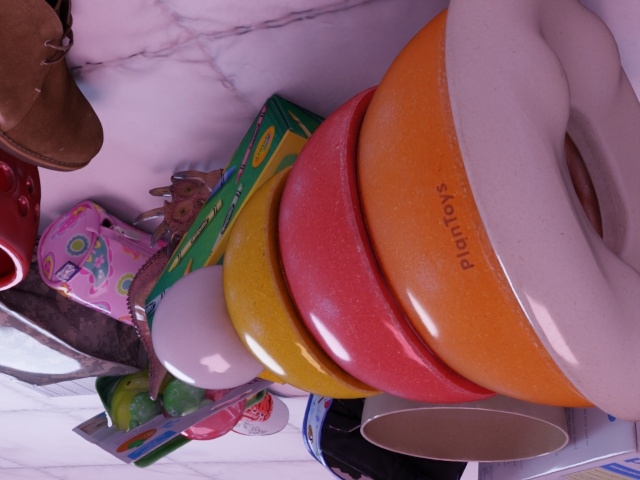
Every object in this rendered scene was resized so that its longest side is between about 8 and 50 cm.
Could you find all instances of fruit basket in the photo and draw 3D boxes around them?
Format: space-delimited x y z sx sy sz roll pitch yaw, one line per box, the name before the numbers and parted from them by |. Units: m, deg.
fruit basket | -0.178 0.203 1.361 0.327 0.165 0.353 -27 -178 -24

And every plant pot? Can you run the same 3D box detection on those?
plant pot | 0.203 0.186 1.352 0.284 0.190 0.284 4 155 2
plant pot | -0.376 -0.060 0.970 0.191 0.174 0.191 5 155 2

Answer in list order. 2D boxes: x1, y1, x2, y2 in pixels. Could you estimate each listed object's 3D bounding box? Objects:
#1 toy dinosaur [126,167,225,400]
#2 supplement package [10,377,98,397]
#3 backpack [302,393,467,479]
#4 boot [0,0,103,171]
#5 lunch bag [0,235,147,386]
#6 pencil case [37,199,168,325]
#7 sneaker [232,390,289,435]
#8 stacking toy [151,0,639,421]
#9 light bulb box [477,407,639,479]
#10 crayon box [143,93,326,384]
toy dinosaur | -0.154 0.034 1.099 0.200 0.127 0.295 30 106 -37
supplement package | -0.399 0.191 1.572 0.179 0.105 0.105 -7 152 24
backpack | 0.108 0.290 1.537 0.263 0.276 0.213 26 170 -22
boot | -0.253 -0.162 0.831 0.115 0.112 0.305 -13 148 12
lunch bag | -0.410 0.088 1.291 0.235 0.168 0.287 -12 154 33
pencil case | -0.224 0.050 1.236 0.124 0.124 0.284 -16 146 36
sneaker | -0.137 0.293 1.749 0.270 0.090 0.145 25 150 -31
stacking toy | 0.035 0.015 0.807 0.480 0.350 0.351 -20 145 32
light bulb box | 0.488 0.286 1.465 0.358 0.225 0.361 17 151 -21
crayon box | -0.044 0.008 0.994 0.165 0.081 0.278 22 113 -30
